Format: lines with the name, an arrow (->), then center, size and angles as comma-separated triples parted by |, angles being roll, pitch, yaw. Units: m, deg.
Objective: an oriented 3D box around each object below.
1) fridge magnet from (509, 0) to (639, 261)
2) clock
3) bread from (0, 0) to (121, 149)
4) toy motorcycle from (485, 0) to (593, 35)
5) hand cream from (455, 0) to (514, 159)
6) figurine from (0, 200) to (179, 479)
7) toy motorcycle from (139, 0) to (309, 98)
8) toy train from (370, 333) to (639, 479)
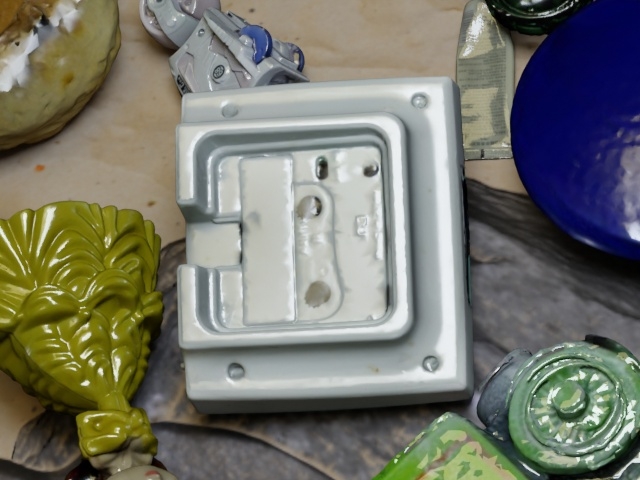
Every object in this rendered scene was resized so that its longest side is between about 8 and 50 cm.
fridge magnet -> 0.285, -0.094, 1.605 | 0.265, 0.113, 0.265 | -5, 58, 9
clock -> 0.000, 0.000, 1.570 | 0.231, 0.116, 0.262 | -4, 78, 9
bread -> -0.287, -0.181, 1.778 | 0.244, 0.134, 0.244 | -5, 61, 9
toy motorcycle -> 0.246, -0.319, 1.746 | 0.331, 0.125, 0.196 | -41, 60, -11
hand cream -> 0.142, -0.144, 1.721 | 0.057, 0.037, 0.165 | -2, 66, 11
figurine -> -0.165, 0.143, 1.536 | 0.168, 0.187, 0.315 | -30, 61, 14
toy motorcycle -> -0.075, -0.142, 1.735 | 0.112, 0.112, 0.254 | -41, 61, -13
toy train -> 0.186, 0.230, 1.401 | 0.249, 0.173, 0.307 | -43, 60, -6
